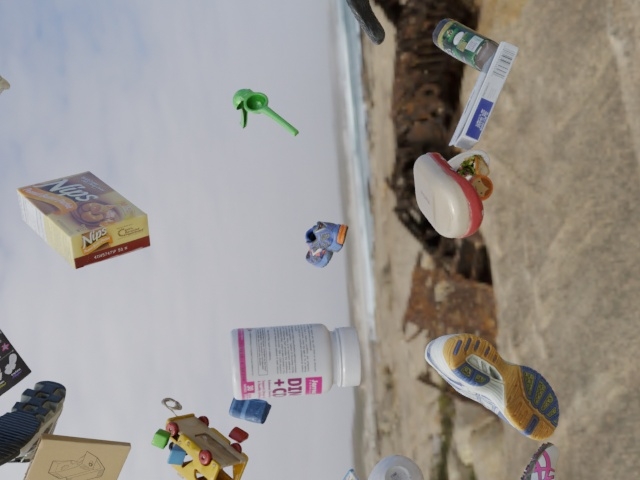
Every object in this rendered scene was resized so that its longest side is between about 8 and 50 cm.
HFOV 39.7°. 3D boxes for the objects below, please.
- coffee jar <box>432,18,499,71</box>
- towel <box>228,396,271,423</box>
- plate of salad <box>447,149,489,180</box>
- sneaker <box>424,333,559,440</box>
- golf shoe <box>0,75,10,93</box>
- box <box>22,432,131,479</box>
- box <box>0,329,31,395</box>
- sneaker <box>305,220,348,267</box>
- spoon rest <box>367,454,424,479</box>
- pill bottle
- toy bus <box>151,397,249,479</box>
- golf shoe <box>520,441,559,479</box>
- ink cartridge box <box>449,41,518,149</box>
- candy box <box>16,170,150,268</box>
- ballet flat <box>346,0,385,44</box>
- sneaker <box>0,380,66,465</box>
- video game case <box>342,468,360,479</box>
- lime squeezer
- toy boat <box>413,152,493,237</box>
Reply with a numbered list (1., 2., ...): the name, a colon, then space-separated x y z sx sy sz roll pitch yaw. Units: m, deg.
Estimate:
1. coffee jar: 0.358 -0.477 2.170 0.079 0.096 0.184 -58 41 12
2. towel: -0.199 0.470 2.472 0.029 0.120 0.067 48 -124 -52
3. plate of salad: 0.373 -0.158 2.359 0.048 0.200 0.199 55 164 33
4. sneaker: 0.330 0.271 1.699 0.112 0.296 0.131 -53 16 -18
5. golf shoe: -0.969 -0.407 2.559 0.086 0.176 0.069 26 -150 -57
6. box: -0.543 0.502 1.971 0.164 0.201 0.021 -63 30 25
7. box: -0.705 0.247 1.753 0.247 0.163 0.142 -6 119 56
8. sneaker: 0.000 0.000 2.213 0.221 0.087 0.083 128 163 -62
9. spoon rest: 0.146 0.662 2.288 0.137 0.276 0.084 50 157 22
10. pill bottle: -0.057 0.268 1.988 0.160 0.283 0.160 176 90 -85
11. toy bus: -0.244 0.421 1.744 0.202 0.191 0.104 -106 37 -73
12. golf shoe: 0.385 0.434 1.540 0.186 0.086 0.067 -49 -24 -40
13. ink cartridge box: 0.361 -0.313 1.970 0.224 0.045 0.223 -32 -35 -89
14. candy box: -0.540 -0.054 2.009 0.316 0.183 0.087 31 130 46
15. ballet flat: 0.097 -0.539 2.098 0.173 0.058 0.049 63 163 2
16. sneaker: -0.678 0.456 1.994 0.330 0.123 0.146 -45 -31 -65
17. video game case: 0.094 0.650 2.126 0.166 0.015 0.119 53 132 34
18. lime squeezer: -0.150 -0.292 2.017 0.310 0.059 0.109 20 130 61
19. toy boat: 0.300 -0.103 1.912 0.231 0.151 0.150 -116 14 -61
